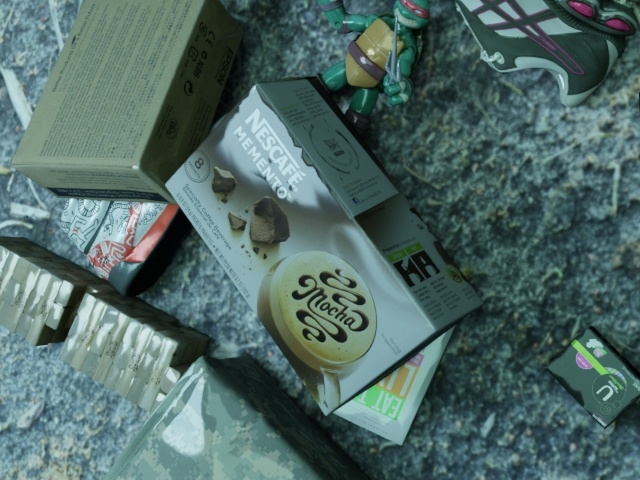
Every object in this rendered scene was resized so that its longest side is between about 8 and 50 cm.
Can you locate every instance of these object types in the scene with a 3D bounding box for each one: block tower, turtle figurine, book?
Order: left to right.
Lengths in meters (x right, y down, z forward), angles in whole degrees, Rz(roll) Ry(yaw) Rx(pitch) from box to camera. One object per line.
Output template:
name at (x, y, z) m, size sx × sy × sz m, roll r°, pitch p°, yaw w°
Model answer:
block tower at (-0.287, 0.093, 1.184) m, size 0.335 × 0.097 × 0.091 m, roll 26°, pitch 96°, yaw 18°
turtle figurine at (0.050, -0.194, 1.059) m, size 0.175 × 0.118 × 0.234 m, roll 52°, pitch 121°, yaw 30°
book at (0.077, 0.138, 1.079) m, size 0.096 × 0.035 × 0.144 m, roll 24°, pitch 94°, yaw 16°

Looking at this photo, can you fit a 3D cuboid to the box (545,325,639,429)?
box at (0.279, 0.136, 0.990) m, size 0.062 × 0.052 × 0.083 m, roll -47°, pitch 75°, yaw 12°

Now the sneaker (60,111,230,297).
sneaker at (-0.199, -0.077, 1.159) m, size 0.145 × 0.090 × 0.270 m, roll 41°, pitch 104°, yaw 15°

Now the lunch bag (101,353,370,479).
lunch bag at (-0.113, 0.306, 1.068) m, size 0.235 × 0.169 × 0.287 m, roll 43°, pitch 97°, yaw 17°

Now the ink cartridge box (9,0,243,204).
ink cartridge box at (-0.215, -0.163, 1.114) m, size 0.193 × 0.088 × 0.235 m, roll 5°, pitch 66°, yaw 32°

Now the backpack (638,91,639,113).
backpack at (0.502, -0.060, 0.829) m, size 0.355 × 0.273 × 0.290 m, roll -27°, pitch 75°, yaw 39°

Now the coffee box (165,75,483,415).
coffee box at (0.000, 0.000, 1.003) m, size 0.168 × 0.119 × 0.297 m, roll -42°, pitch 78°, yaw 32°

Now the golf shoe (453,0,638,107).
golf shoe at (0.177, -0.234, 0.989) m, size 0.272 × 0.105 × 0.120 m, roll 25°, pitch 108°, yaw -1°
